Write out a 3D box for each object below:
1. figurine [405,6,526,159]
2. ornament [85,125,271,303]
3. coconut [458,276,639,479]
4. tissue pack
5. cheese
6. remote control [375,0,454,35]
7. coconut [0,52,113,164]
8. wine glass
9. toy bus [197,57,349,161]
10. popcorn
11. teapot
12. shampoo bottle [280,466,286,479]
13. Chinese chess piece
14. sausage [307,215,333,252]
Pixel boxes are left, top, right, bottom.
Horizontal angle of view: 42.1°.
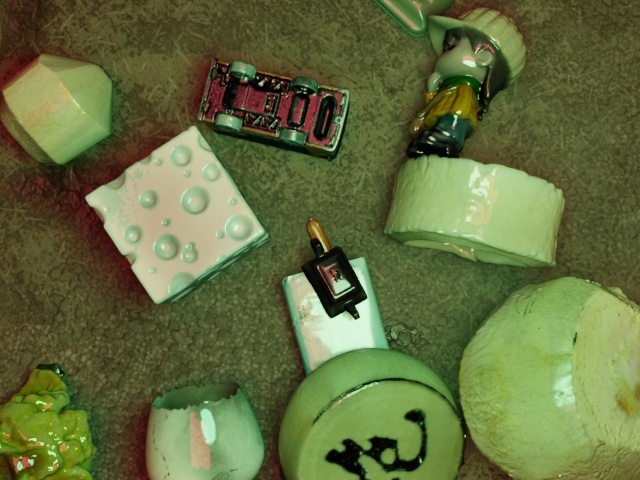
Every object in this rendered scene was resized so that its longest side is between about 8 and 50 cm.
[{"bbox_3d":[0.289,-0.293,1.622,0.204,0.185,0.333,12,77,-12],"label":"figurine"},{"bbox_3d":[-0.260,-0.042,1.592,0.239,0.239,0.240,-34,87,-2],"label":"ornament"},{"bbox_3d":[0.429,0.275,1.517,0.404,0.404,0.405,0,86,0],"label":"coconut"},{"bbox_3d":[0.036,0.181,1.654,0.177,0.089,0.263,-15,84,-4],"label":"tissue pack"},{"bbox_3d":[0.281,-0.046,1.564,0.292,0.332,0.153,15,86,-25],"label":"cheese"},{"bbox_3d":[0.124,-0.574,1.713,0.335,0.065,0.128,43,86,2],"label":"remote control"},{"bbox_3d":[-0.506,-0.266,1.631,0.222,0.202,0.202,-34,87,0],"label":"coconut"},{"bbox_3d":[-0.207,0.440,1.571,0.237,0.238,0.323,-9,97,0],"label":"wine glass"},{"bbox_3d":[-0.083,-0.252,1.644,0.275,0.167,0.139,14,86,6],"label":"toy bus"},{"bbox_3d":[-0.550,0.414,1.567,0.292,0.237,0.293,0,88,4],"label":"popcorn"},{"bbox_3d":[0.027,0.073,1.572,0.087,0.096,0.177,-28,81,-6],"label":"teapot"},{"bbox_3d":[-0.025,0.432,1.651,0.065,0.065,0.204,37,87,3],"label":"shampoo bottle"},{"bbox_3d":[0.097,0.374,1.549,0.349,0.146,0.350,-4,108,-13],"label":"Chinese chess piece"},{"bbox_3d":[0.000,0.000,1.693,0.031,0.031,0.107,-27,87,-1],"label":"sausage"}]
